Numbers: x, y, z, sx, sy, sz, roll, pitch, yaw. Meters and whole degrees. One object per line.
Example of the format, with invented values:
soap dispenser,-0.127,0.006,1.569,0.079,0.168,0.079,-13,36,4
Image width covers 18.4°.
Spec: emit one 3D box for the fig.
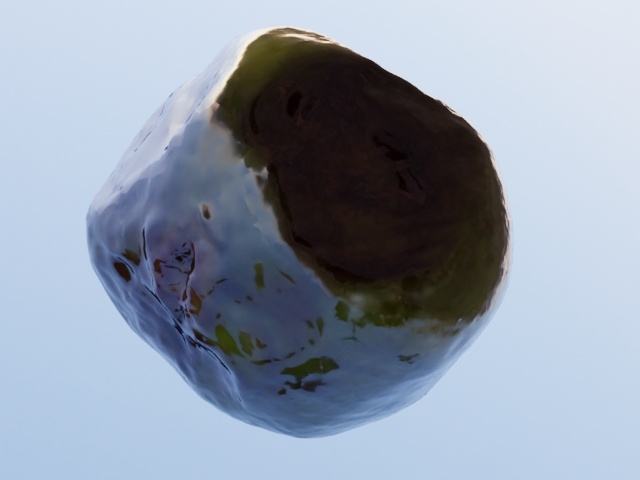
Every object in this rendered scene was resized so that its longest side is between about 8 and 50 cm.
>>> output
fig,0.000,0.000,0.718,0.166,0.154,0.144,24,-124,-61
